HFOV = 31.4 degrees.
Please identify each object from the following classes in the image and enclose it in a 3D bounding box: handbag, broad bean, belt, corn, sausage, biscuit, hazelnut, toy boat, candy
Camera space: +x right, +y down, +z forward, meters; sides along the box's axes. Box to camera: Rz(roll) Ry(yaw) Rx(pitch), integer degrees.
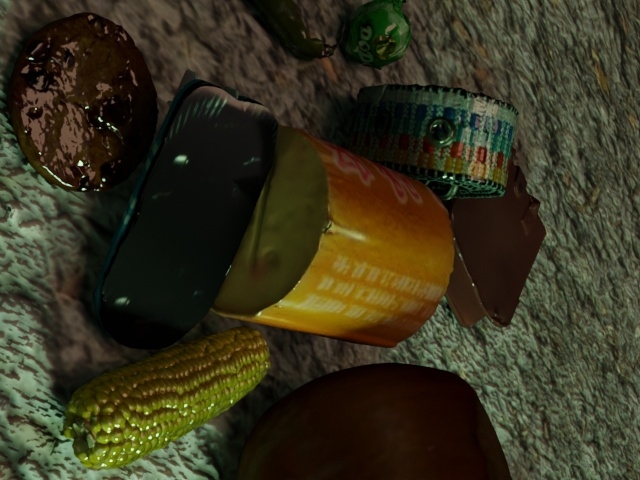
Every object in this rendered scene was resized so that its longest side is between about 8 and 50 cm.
[{"bbox_3d":[0.264,-0.026,1.854,0.275,0.084,0.260,-55,127,-40],"label":"handbag"},{"bbox_3d":[-0.063,-0.332,1.446,0.318,0.056,0.098,46,46,-49],"label":"broad bean"},{"bbox_3d":[0.146,-0.132,1.557,0.207,0.257,0.150,14,86,-31],"label":"belt"},{"bbox_3d":[-0.169,0.169,1.239,0.310,0.102,0.101,-20,104,-57],"label":"corn"},{"bbox_3d":[0.000,0.000,1.367,0.287,0.233,0.233,20,72,-52],"label":"sausage"},{"bbox_3d":[-0.244,-0.145,1.191,0.192,0.049,0.192,6,82,-51],"label":"biscuit"},{"bbox_3d":[0.076,0.332,1.377,0.366,0.366,0.365,4,85,-53],"label":"hazelnut"},{"bbox_3d":[-0.160,-0.030,1.239,0.134,0.092,0.298,19,99,-37],"label":"toy boat"},{"bbox_3d":[0.117,-0.365,1.686,0.097,0.097,0.323,61,36,-31],"label":"candy"}]
